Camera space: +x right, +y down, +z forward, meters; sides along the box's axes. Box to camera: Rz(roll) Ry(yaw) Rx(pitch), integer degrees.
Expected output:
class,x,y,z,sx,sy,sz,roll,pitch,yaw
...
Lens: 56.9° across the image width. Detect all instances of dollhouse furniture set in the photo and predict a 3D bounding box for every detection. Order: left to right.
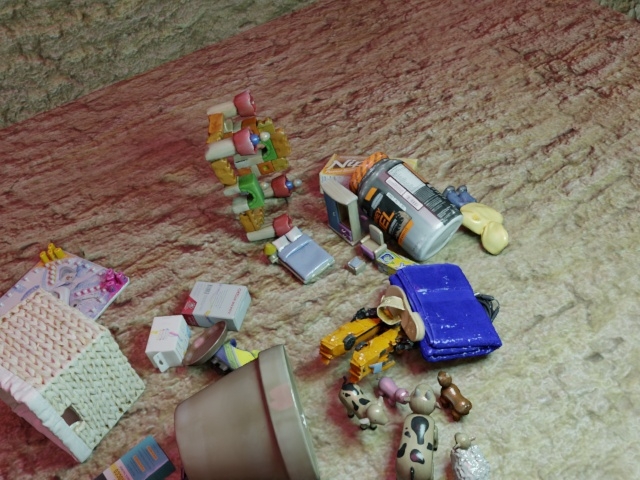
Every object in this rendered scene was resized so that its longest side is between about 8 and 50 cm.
class,x,y,z,sx,sy,sz,roll,pitch,yaw
dollhouse furniture set,0.000,0.000,1.869,0.303,0.198,0.286,-34,50,-19

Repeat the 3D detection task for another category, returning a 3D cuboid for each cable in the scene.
class,x,y,z,sx,sy,sz,roll,pitch,yaw
cable,0.416,0.212,1.685,0.151,0.047,0.184,25,58,28

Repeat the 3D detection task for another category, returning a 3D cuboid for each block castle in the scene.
class,x,y,z,sx,sy,sz,roll,pitch,yaw
block castle,-0.204,-0.241,1.972,0.213,0.453,0.303,-15,45,8

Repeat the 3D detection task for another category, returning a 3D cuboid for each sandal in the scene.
class,x,y,z,sx,sy,sz,roll,pitch,yaw
sandal,0.193,0.189,1.585,0.079,0.088,0.240,1,23,-19

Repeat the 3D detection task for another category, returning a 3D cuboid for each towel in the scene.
class,x,y,z,sx,sy,sz,roll,pitch,yaw
towel,0.339,0.183,1.623,0.228,0.076,0.308,-7,43,-11

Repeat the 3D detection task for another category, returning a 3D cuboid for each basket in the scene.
class,x,y,z,sx,sy,sz,roll,pitch,yaw
basket,-0.707,0.356,1.592,0.331,0.328,0.266,22,53,29

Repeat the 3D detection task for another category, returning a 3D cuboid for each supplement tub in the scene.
class,x,y,z,sx,sy,sz,roll,pitch,yaw
supplement tub,0.261,-0.113,1.859,0.207,0.207,0.338,-37,68,-22

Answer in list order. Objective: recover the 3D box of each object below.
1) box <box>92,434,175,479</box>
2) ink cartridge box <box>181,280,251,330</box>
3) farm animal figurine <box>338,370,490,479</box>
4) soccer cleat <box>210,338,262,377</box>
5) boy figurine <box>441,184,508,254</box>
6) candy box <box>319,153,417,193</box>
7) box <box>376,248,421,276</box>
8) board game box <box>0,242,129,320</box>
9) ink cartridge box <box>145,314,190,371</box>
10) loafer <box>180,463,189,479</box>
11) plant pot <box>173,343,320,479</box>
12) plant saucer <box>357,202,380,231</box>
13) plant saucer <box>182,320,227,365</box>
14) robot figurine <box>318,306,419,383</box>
class,x,y,z,sx,sy,sz,roll,pitch,yaw
box,-0.498,0.613,1.487,0.244,0.060,0.100,-37,51,-22
ink cartridge box,-0.319,0.203,1.829,0.175,0.072,0.127,5,48,16
farm animal figurine,0.213,0.438,1.426,0.331,0.172,0.326,-8,46,4
soccer cleat,-0.175,0.360,1.638,0.289,0.093,0.121,23,53,30
boy figurine,0.512,-0.070,1.902,0.177,0.092,0.285,-7,43,-31
candy box,0.173,-0.228,2.097,0.317,0.087,0.183,6,32,17
box,0.258,0.092,1.823,0.169,0.059,0.054,26,59,31
board game box,-0.905,0.200,1.970,0.390,0.050,0.390,17,52,26
ink cartridge box,-0.449,0.307,1.745,0.090,0.092,0.143,-5,47,7
loafer,-0.306,0.570,1.462,0.109,0.095,0.302,-16,46,-6
plant pot,-0.176,0.437,1.377,0.281,0.323,0.323,-17,46,-4
plant saucer,0.167,-0.111,2.051,0.195,0.037,0.194,-5,47,6
plant saucer,-0.328,0.304,1.715,0.168,0.029,0.168,-36,18,14
robot figurine,0.142,0.272,1.603,0.211,0.085,0.291,28,31,35
